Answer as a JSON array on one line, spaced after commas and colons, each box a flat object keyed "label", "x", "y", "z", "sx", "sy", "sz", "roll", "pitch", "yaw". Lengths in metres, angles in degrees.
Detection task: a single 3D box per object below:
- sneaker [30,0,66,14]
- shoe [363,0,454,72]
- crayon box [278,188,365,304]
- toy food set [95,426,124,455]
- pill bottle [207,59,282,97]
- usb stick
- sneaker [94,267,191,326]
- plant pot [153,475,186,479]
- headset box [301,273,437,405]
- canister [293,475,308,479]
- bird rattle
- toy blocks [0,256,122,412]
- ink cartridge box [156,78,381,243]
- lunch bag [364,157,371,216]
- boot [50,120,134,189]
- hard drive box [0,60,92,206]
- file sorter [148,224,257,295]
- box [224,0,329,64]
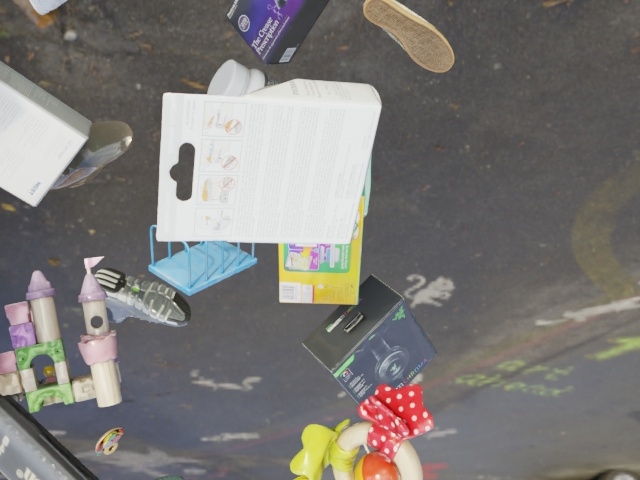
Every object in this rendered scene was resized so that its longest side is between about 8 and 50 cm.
[{"label": "sneaker", "x": -0.646, "y": -0.599, "z": 1.645, "sx": 0.094, "sy": 0.080, "sz": 0.212, "roll": -19, "pitch": 172, "yaw": 0}, {"label": "shoe", "x": 0.181, "y": -0.419, "z": 1.432, "sx": 0.219, "sy": 0.058, "sz": 0.076, "roll": 35, "pitch": 123, "yaw": -16}, {"label": "crayon box", "x": 0.000, "y": 0.000, "z": 1.429, "sx": 0.165, "sy": 0.081, "sz": 0.279, "roll": 2, "pitch": 127, "yaw": 0}, {"label": "toy food set", "x": -0.517, "y": 0.493, "z": 1.763, "sx": 0.083, "sy": 0.020, "sz": 0.082, "roll": -53, "pitch": 160, "yaw": 6}, {"label": "pill bottle", "x": -0.158, "y": -0.369, "z": 1.975, "sx": 0.283, "sy": 0.161, "sz": 0.161, "roll": 25, "pitch": 143, "yaw": -33}, {"label": "usb stick", "x": -0.246, "y": 0.262, "z": 0.724, "sx": 0.045, "sy": 0.278, "sz": 0.077, "roll": -30, "pitch": 154, "yaw": -56}, {"label": "sneaker", "x": -0.406, "y": 0.151, "z": 1.611, "sx": 0.228, "sy": 0.086, "sz": 0.132, "roll": 26, "pitch": 135, "yaw": -6}, {"label": "plant pot", "x": -0.314, "y": 0.567, "z": 1.154, "sx": 0.341, "sy": 0.341, "sz": 0.334, "roll": -19, "pitch": 178, "yaw": 30}, {"label": "headset box", "x": 0.124, "y": 0.258, "z": 1.765, "sx": 0.246, "sy": 0.131, "sz": 0.283, "roll": -43, "pitch": 134, "yaw": -9}, {"label": "canister", "x": -0.029, "y": 0.563, "z": 1.388, "sx": 0.073, "sy": 0.170, "sz": 0.126, "roll": 30, "pitch": 107, "yaw": -31}, {"label": "bird rattle", "x": 0.093, "y": 0.358, "z": 1.204, "sx": 0.253, "sy": 0.207, "sz": 0.143, "roll": -28, "pitch": 176, "yaw": 24}, {"label": "toy blocks", "x": -0.528, "y": 0.184, "z": 1.355, "sx": 0.288, "sy": 0.260, "sz": 0.309, "roll": -12, "pitch": -178, "yaw": -13}, {"label": "ink cartridge box", "x": -0.061, "y": -0.086, "z": 0.805, "sx": 0.232, "sy": 0.066, "sz": 0.189, "roll": 3, "pitch": 125, "yaw": -13}, {"label": "lunch bag", "x": 0.006, "y": -0.187, "z": 1.759, "sx": 0.223, "sy": 0.262, "sz": 0.160, "roll": 20, "pitch": 152, "yaw": -24}, {"label": "boot", "x": -0.597, "y": -0.220, "z": 1.875, "sx": 0.305, "sy": 0.112, "sz": 0.115, "roll": -24, "pitch": 168, "yaw": 18}, {"label": "hard drive box", "x": -0.572, "y": -0.202, "z": 1.318, "sx": 0.232, "sy": 0.089, "sz": 0.181, "roll": 36, "pitch": 106, "yaw": -27}, {"label": "file sorter", "x": -0.217, "y": 0.006, "z": 1.343, "sx": 0.170, "sy": 0.118, "sz": 0.105, "roll": -26, "pitch": 132, "yaw": -43}, {"label": "box", "x": -0.097, "y": -0.586, "z": 1.744, "sx": 0.103, "sy": 0.184, "sz": 0.261, "roll": -19, "pitch": 157, "yaw": -47}]
